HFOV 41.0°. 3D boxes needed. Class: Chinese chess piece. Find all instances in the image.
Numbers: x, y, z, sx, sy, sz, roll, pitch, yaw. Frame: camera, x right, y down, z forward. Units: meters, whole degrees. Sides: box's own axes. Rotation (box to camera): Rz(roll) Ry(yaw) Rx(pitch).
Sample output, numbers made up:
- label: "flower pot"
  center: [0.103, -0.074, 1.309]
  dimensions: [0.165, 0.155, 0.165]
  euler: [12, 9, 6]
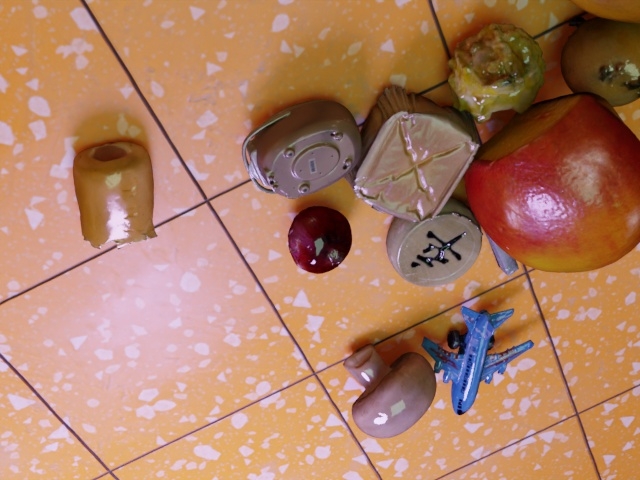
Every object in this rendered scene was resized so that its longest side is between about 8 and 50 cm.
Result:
- label: "Chinese chess piece"
  center: [0.221, 0.003, 1.663]
  dimensions: [0.188, 0.083, 0.189]
  euler: [-8, 126, -12]

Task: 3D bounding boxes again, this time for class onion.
- label: "onion"
  center: [0.000, 0.000, 1.582]
  dimensions: [0.131, 0.131, 0.131]
  euler: [-7, 124, -10]

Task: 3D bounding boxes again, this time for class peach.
- label: "peach"
  center: [0.425, -0.085, 1.512]
  dimensions: [0.242, 0.306, 0.380]
  euler: [-46, 130, -15]

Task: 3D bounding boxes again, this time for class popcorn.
- label: "popcorn"
  center: [0.299, -0.284, 1.468]
  dimensions: [0.173, 0.142, 0.174]
  euler: [-26, 143, -22]

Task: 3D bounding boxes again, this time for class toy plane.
- label: "toy plane"
  center: [0.325, 0.258, 1.846]
  dimensions: [0.254, 0.105, 0.271]
  euler: [4, 123, -16]

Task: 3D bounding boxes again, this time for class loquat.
- label: "loquat"
  center: [0.507, -0.307, 1.466]
  dimensions: [0.172, 0.204, 0.149]
  euler: [-27, 147, -9]

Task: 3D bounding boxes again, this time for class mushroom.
- label: "mushroom"
  center: [0.134, 0.305, 1.798]
  dimensions: [0.204, 0.204, 0.204]
  euler: [-7, 124, -10]

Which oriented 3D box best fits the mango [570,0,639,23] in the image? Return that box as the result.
- label: "mango"
  center: [0.548, -0.489, 1.333]
  dimensions: [0.445, 0.232, 0.300]
  euler: [-3, 118, -5]

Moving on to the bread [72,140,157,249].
- label: "bread"
  center: [-0.350, -0.078, 1.459]
  dimensions: [0.134, 0.085, 0.173]
  euler: [-7, 125, -10]

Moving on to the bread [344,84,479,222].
- label: "bread"
  center: [0.159, -0.155, 1.526]
  dimensions: [0.192, 0.110, 0.210]
  euler: [17, 117, -17]

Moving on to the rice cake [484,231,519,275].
- label: "rice cake"
  center: [0.345, -0.013, 1.708]
  dimensions: [0.034, 0.043, 0.211]
  euler: [-32, 125, 2]

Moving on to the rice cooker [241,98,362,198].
- label: "rice cooker"
  center: [-0.027, -0.155, 1.467]
  dimensions: [0.206, 0.127, 0.145]
  euler: [-27, 125, -6]
